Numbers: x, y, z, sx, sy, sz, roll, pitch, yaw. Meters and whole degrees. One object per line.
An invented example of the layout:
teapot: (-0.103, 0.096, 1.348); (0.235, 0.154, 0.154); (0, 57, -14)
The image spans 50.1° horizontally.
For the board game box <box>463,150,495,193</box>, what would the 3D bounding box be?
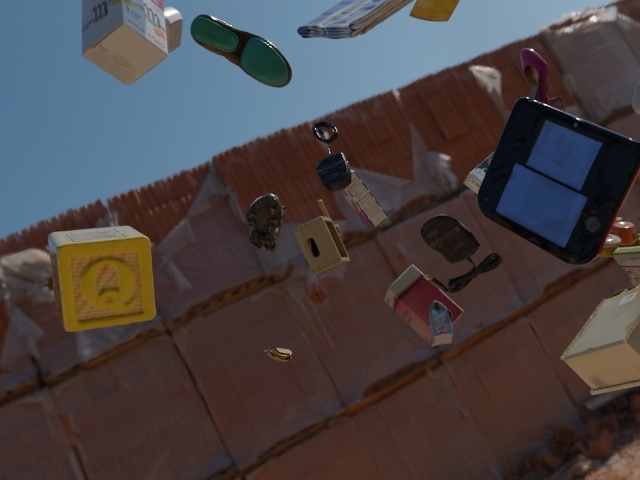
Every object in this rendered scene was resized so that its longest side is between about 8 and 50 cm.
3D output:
board game box: (0.620, -0.146, 2.124); (0.193, 0.305, 0.053); (-39, -20, -35)

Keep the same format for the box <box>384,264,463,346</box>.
box: (0.341, 0.219, 2.288); (0.127, 0.232, 0.148); (-42, -16, -16)

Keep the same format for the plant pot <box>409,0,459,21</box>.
plant pot: (0.297, -0.607, 1.724); (0.134, 0.095, 0.134); (-62, 1, 3)

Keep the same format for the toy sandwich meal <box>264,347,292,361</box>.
toy sandwich meal: (-0.124, 0.334, 2.030); (0.085, 0.085, 0.029); (18, -87, -74)

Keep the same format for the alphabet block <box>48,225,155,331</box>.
alphabet block: (-0.484, 0.077, 1.512); (0.193, 0.192, 0.197); (-8, 11, -25)

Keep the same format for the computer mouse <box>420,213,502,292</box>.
computer mouse: (0.321, 0.029, 1.759); (0.262, 0.060, 0.184); (34, -60, -30)

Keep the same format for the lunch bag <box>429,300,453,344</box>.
lunch bag: (0.267, 0.181, 1.520); (0.053, 0.083, 0.071); (-10, -29, 3)

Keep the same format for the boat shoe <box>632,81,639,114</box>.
boat shoe: (0.793, -0.390, 1.560); (0.076, 0.080, 0.228); (-11, -52, -61)

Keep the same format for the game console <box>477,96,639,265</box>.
game console: (0.605, -0.155, 1.781); (0.060, 0.386, 0.342); (-7, -58, -41)

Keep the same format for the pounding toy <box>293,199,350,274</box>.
pounding toy: (-0.003, -0.008, 1.799); (0.094, 0.181, 0.206); (-26, -6, 10)

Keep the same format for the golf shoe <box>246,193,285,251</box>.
golf shoe: (-0.114, -0.059, 1.461); (0.077, 0.094, 0.198); (17, -30, -2)

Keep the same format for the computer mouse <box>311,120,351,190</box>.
computer mouse: (0.023, -0.185, 1.510); (0.071, 0.242, 0.041); (-22, -46, 10)

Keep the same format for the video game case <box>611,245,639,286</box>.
video game case: (0.912, 0.126, 1.754); (0.035, 0.275, 0.248); (-40, 8, -16)

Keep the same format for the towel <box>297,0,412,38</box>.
towel: (0.084, -0.495, 1.467); (0.209, 0.034, 0.285); (-36, 27, -13)

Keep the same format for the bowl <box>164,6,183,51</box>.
bowl: (-0.476, -0.648, 2.141); (0.142, 0.053, 0.142); (-59, -15, -59)

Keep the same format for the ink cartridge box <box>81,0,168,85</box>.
ink cartridge box: (-0.412, -0.446, 1.438); (0.127, 0.176, 0.128); (-27, -33, 25)

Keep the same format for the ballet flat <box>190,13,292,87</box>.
ballet flat: (-0.220, -0.554, 2.006); (0.116, 0.342, 0.124); (-65, -7, 16)

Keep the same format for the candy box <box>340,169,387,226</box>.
candy box: (0.146, -0.170, 2.660); (0.071, 0.233, 0.159); (-39, 19, -6)

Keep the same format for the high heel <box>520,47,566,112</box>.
high heel: (0.603, -0.447, 1.977); (0.117, 0.244, 0.082); (-16, -16, -9)

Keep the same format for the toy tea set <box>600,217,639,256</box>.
toy tea set: (0.865, 0.020, 2.055); (0.200, 0.124, 0.336); (-12, 22, -9)

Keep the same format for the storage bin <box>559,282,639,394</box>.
storage bin: (0.746, 0.216, 1.628); (0.260, 0.123, 0.262); (-44, -5, -23)
